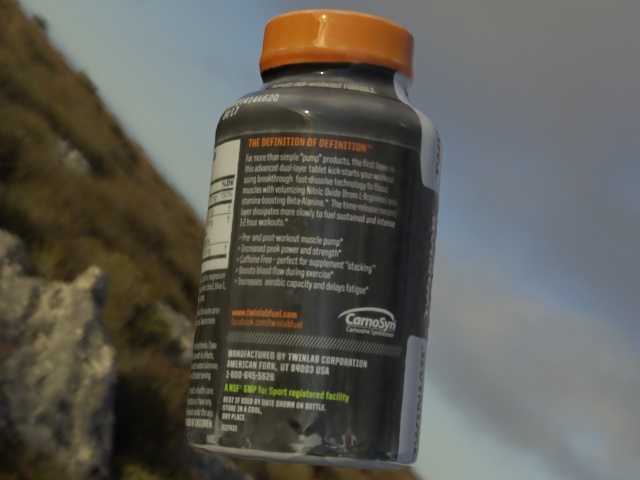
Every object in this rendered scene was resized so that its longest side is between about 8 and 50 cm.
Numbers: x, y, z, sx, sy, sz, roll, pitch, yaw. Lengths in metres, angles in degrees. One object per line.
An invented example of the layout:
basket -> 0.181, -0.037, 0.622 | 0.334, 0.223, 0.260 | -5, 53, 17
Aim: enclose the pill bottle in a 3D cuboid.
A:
pill bottle -> 0.000, 0.000, 0.775 | 0.130, 0.245, 0.130 | 5, -8, 1
